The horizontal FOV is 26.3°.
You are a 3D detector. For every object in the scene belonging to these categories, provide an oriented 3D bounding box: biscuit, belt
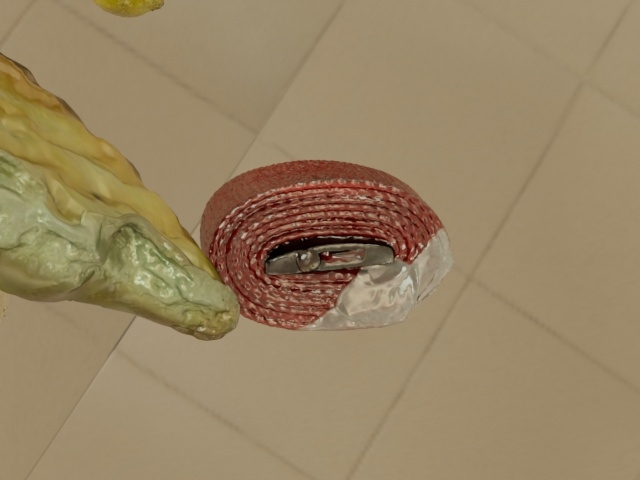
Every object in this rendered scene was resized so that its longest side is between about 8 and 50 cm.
[{"bbox_3d":[-0.192,-0.037,0.925,0.335,0.329,0.078,42,102,-6],"label":"biscuit"},{"bbox_3d":[0.000,0.000,1.138,0.201,0.124,0.128,-1,103,-11],"label":"belt"}]

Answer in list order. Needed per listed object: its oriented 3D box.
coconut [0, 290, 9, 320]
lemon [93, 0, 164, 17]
[{"bbox_3d":[-0.395,-0.006,1.136,0.297,0.254,0.297,0,89,-12],"label":"coconut"},{"bbox_3d":[-0.176,-0.245,1.181,0.082,0.082,0.110,-28,90,-16],"label":"lemon"}]
